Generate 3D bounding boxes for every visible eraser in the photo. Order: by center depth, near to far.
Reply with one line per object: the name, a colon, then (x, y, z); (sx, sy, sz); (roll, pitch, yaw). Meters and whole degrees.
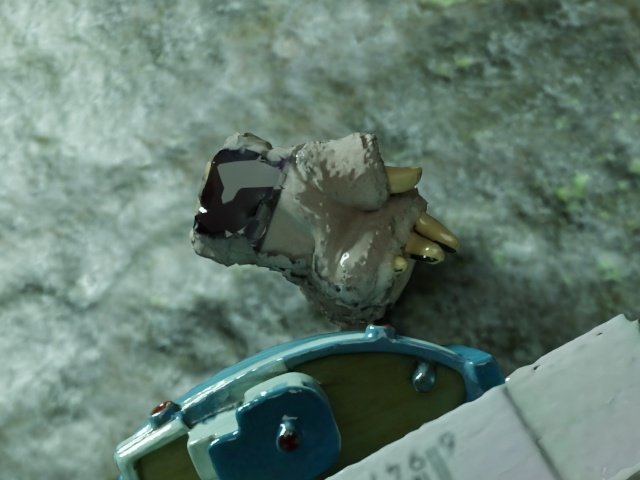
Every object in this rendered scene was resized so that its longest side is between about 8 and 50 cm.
eraser: (0.046, 0.154, 0.539); (0.287, 0.130, 0.086); (-29, 56, 0)

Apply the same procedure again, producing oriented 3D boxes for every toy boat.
toy boat: (-0.009, 0.104, 0.582); (0.215, 0.102, 0.088); (-22, 96, 2)

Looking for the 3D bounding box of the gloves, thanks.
gloves: (-0.001, -0.009, 0.655); (0.144, 0.094, 0.110); (35, 83, 2)
